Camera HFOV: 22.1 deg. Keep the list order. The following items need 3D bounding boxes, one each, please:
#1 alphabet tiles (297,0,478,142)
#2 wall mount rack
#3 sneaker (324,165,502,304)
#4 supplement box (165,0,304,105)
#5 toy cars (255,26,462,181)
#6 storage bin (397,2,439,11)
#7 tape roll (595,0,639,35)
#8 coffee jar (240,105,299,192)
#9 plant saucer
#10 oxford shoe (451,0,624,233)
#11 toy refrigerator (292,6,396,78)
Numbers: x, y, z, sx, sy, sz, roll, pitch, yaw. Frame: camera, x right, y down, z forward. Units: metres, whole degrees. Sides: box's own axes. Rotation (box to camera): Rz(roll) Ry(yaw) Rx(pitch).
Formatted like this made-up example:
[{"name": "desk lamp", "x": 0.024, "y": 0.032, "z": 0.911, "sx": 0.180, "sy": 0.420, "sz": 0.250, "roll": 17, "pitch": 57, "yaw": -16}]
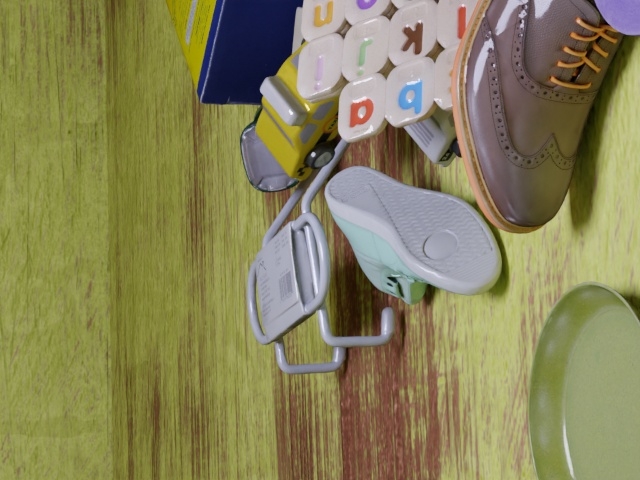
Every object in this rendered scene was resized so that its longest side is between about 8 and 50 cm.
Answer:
[{"name": "alphabet tiles", "x": 0.098, "y": -0.235, "z": 1.649, "sx": 0.284, "sy": 0.021, "sz": 0.278, "roll": -16, "pitch": 56, "yaw": 32}, {"name": "wall mount rack", "x": 0.000, "y": 0.000, "z": 2.034, "sx": 0.350, "sy": 0.130, "sz": 0.304, "roll": 141, "pitch": 124, "yaw": -68}, {"name": "sneaker", "x": 0.120, "y": 0.021, "z": 1.793, "sx": 0.256, "sy": 0.094, "sz": 0.151, "roll": 33, "pitch": 158, "yaw": 45}, {"name": "supplement box", "x": -0.088, "y": -0.353, "z": 2.199, "sx": 0.357, "sy": 0.194, "sz": 0.195, "roll": -111, "pitch": 30, "yaw": -47}, {"name": "toy cars", "x": 0.056, "y": -0.158, "z": 1.725, "sx": 0.393, "sy": 0.087, "sz": 0.177, "roll": -4, "pitch": 94, "yaw": 43}, {"name": "storage bin", "x": 0.065, "y": -0.396, "z": 1.883, "sx": 0.262, "sy": 0.123, "sz": 0.260, "roll": -145, "pitch": 59, "yaw": -67}, {"name": "tape roll", "x": 0.290, "y": -0.255, "z": 1.308, "sx": 0.189, "sy": 0.080, "sz": 0.189, "roll": -179, "pitch": 90, "yaw": -71}, {"name": "coffee jar", "x": -0.054, "y": -0.130, "z": 2.172, "sx": 0.184, "sy": 0.079, "sz": 0.096, "roll": -74, "pitch": -28, "yaw": -73}, {"name": "plant saucer", "x": 0.253, "y": 0.157, "z": 1.448, "sx": 0.241, "sy": 0.037, "sz": 0.241, "roll": -179, "pitch": 90, "yaw": -70}, {"name": "oxford shoe", "x": 0.208, "y": -0.179, "z": 1.473, "sx": 0.132, "sy": 0.130, "sz": 0.364, "roll": 22, "pitch": 112, "yaw": 60}, {"name": "toy refrigerator", "x": 0.056, "y": -0.222, "z": 1.925, "sx": 0.269, "sy": 0.102, "sz": 0.094, "roll": -147, "pitch": 60, "yaw": -68}]
